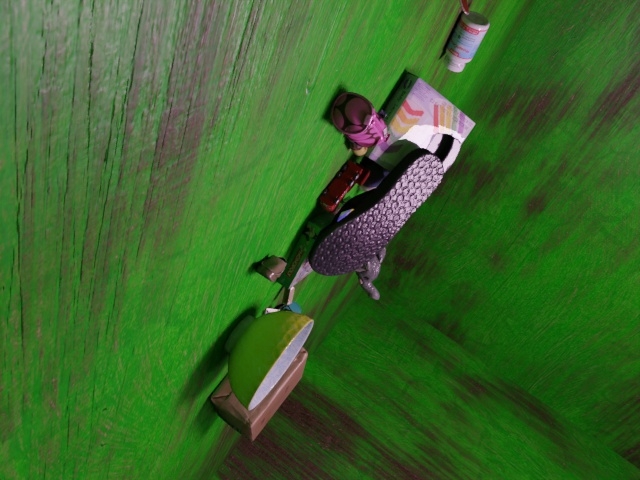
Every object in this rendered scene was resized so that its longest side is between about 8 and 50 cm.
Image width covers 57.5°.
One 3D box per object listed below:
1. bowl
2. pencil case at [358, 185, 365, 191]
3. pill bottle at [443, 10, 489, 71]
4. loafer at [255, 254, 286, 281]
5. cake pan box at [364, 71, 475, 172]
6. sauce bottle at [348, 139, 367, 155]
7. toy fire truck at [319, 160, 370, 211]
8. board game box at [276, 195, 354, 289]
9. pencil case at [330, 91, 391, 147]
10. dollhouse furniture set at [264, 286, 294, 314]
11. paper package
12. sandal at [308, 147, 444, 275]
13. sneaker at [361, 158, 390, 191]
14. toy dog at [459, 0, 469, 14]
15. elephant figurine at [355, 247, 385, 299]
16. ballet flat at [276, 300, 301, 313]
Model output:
[{"bbox_3d":[-0.162,0.290,1.566,0.290,0.156,0.289,-53,168,-16],"label":"bowl"},{"bbox_3d":[0.301,-0.259,1.920,0.410,0.183,0.160,-51,173,-35],"label":"pencil case"},{"bbox_3d":[0.425,-0.584,1.723,0.087,0.087,0.160,-46,165,-41],"label":"pill bottle"},{"bbox_3d":[-0.115,0.061,1.385,0.050,0.056,0.148,-57,179,5],"label":"loafer"},{"bbox_3d":[0.267,-0.280,1.591,0.266,0.070,0.246,27,102,-36],"label":"cake pan box"},{"bbox_3d":[0.088,-0.235,1.410,0.042,0.042,0.128,-56,171,4],"label":"sauce bottle"},{"bbox_3d":[0.065,-0.145,1.563,0.192,0.047,0.135,-52,170,-16],"label":"toy fire truck"},{"bbox_3d":[0.000,0.000,1.714,0.214,0.046,0.317,-61,168,27],"label":"board game box"},{"bbox_3d":[0.088,-0.248,1.224,0.095,0.098,0.209,-58,168,11],"label":"pencil case"},{"bbox_3d":[-0.135,0.178,1.749,0.081,0.091,0.115,11,91,-35],"label":"dollhouse furniture set"},{"bbox_3d":[-0.200,0.477,1.931,0.309,0.168,0.325,-50,168,-23],"label":"paper package"},{"bbox_3d":[0.143,-0.073,1.579,0.445,0.107,0.168,-42,128,-1],"label":"sandal"},{"bbox_3d":[0.224,-0.296,1.672,0.350,0.131,0.148,-48,147,-10],"label":"sneaker"},{"bbox_3d":[0.301,-0.546,1.102,0.333,0.160,0.220,-42,163,-51],"label":"toy dog"},{"bbox_3d":[0.147,0.065,2.021,0.169,0.239,0.186,-53,169,-11],"label":"elephant figurine"},{"bbox_3d":[-0.117,0.237,1.900,0.070,0.070,0.188,-57,167,6],"label":"ballet flat"}]
